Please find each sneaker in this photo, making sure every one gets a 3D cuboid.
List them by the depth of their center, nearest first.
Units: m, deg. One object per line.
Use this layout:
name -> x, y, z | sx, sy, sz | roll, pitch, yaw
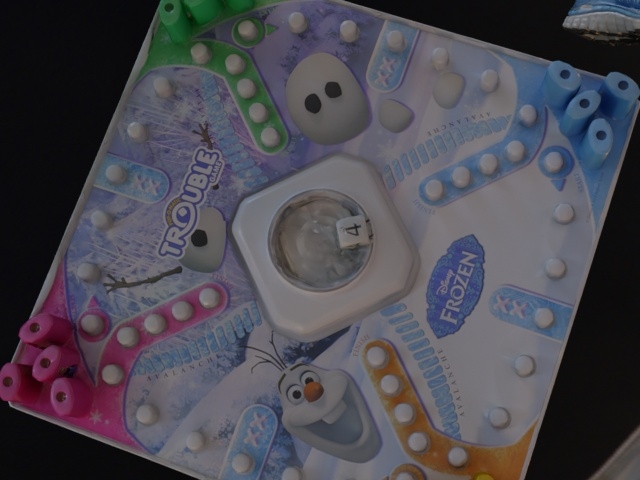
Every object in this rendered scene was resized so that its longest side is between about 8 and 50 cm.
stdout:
sneaker -> 0.257, -0.188, 0.717 | 0.063, 0.162, 0.073 | 9, -84, -40

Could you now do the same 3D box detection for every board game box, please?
board game box -> 0.000, 0.000, 0.707 | 0.390, 0.050, 0.389 | 19, -99, 8
